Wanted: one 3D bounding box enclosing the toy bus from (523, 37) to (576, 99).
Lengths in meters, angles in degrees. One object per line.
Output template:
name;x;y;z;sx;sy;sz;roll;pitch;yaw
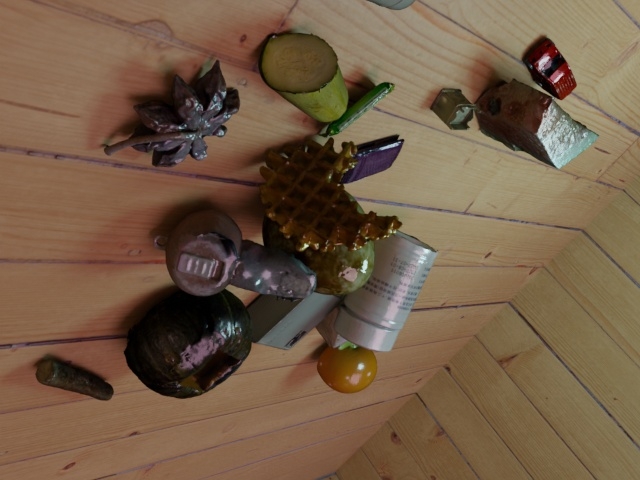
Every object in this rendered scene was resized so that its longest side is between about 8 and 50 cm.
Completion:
toy bus;0.601;-0.440;1.798;0.081;0.089;0.195;-45;152;13

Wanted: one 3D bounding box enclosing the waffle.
waffle;0.003;-0.085;1.420;0.260;0.293;0.069;-11;145;-21

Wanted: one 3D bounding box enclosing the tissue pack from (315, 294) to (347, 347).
tissue pack;0.114;0.218;2.204;0.225;0.124;0.185;-22;146;-28

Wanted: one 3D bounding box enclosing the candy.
candy;0.074;-0.272;1.460;0.178;0.032;0.102;-38;-174;-1

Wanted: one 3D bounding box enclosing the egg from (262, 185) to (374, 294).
egg;0.000;0.000;1.550;0.238;0.289;0.238;-29;155;-15

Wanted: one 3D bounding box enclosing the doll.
doll;0.104;0.416;2.436;0.213;0.213;0.236;-14;131;-37

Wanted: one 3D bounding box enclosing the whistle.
whistle;-0.177;0.040;1.454;0.348;0.189;0.189;16;134;-7

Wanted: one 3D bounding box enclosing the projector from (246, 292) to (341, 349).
projector;-0.080;0.191;1.955;0.250;0.108;0.198;-44;152;9

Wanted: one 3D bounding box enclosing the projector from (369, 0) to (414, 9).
projector;0.032;-0.451;1.095;0.337;0.108;0.108;-2;137;-48

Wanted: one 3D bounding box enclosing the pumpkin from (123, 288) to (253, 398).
pumpkin;-0.307;0.248;1.680;0.320;0.192;0.320;-30;151;-19

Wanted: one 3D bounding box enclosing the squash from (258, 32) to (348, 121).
squash;0.008;-0.283;1.305;0.137;0.137;0.287;-43;155;10

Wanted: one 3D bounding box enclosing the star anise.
star anise;-0.242;-0.196;1.196;0.262;0.081;0.230;-30;163;-18

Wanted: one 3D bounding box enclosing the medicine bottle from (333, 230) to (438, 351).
medicine bottle;0.182;0.138;1.980;0.190;0.190;0.332;14;103;-56

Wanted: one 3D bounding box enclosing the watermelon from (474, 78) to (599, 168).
watermelon;0.531;-0.302;1.791;0.302;0.264;0.151;15;110;-45

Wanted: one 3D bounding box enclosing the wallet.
wallet;0.123;-0.192;1.682;0.166;0.030;0.111;-20;147;-31

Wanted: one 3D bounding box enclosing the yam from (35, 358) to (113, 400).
yam;-0.574;0.335;1.644;0.061;0.061;0.274;-37;154;-1

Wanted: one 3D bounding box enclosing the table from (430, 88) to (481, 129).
table;0.328;-0.316;1.674;0.079;0.083;0.062;-8;142;-42
